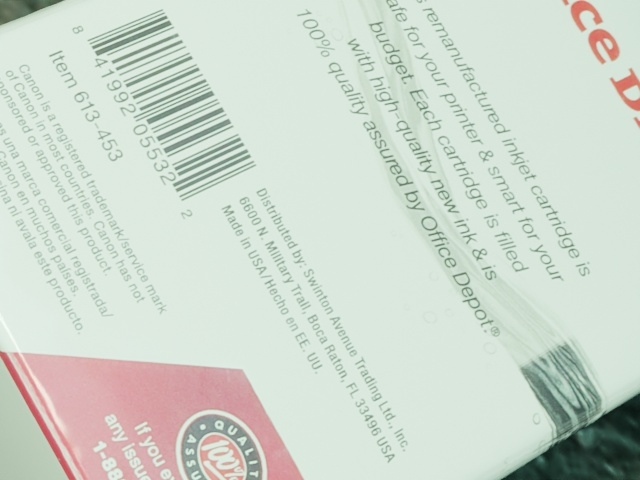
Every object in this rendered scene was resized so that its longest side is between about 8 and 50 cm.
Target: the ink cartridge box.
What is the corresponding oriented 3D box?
[{"bbox_3d":[0.000,0.000,0.557,0.237,0.100,0.172,-27,83,-28],"label":"ink cartridge box"}]
